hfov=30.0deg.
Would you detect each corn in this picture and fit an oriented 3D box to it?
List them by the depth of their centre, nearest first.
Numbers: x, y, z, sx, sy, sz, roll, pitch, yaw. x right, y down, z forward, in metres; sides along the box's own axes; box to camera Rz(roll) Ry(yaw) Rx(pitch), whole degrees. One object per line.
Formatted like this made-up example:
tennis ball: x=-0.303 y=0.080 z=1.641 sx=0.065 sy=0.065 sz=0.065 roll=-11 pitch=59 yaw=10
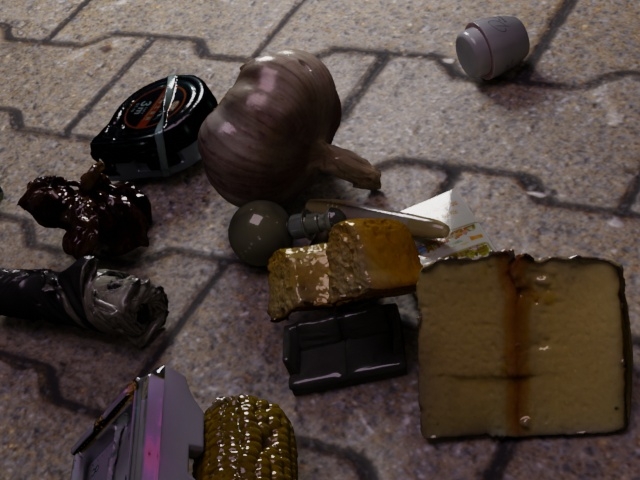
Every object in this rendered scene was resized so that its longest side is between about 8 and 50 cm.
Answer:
corn: x=-0.080 y=0.287 z=1.266 sx=0.119 sy=0.119 sz=0.322 roll=-13 pitch=39 yaw=10

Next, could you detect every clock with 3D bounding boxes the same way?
clock: x=-0.206 y=0.276 z=1.286 sx=0.186 sy=0.083 sz=0.253 roll=-46 pitch=29 yaw=29

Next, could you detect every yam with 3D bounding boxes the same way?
yam: x=0.000 y=0.000 z=1.633 sx=0.021 sy=0.021 sz=0.116 roll=7 pitch=45 yaw=29

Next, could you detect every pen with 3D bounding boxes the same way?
pen: x=0.075 y=-0.030 z=1.588 sx=0.233 sy=0.032 sz=0.040 roll=11 pitch=28 yaw=37

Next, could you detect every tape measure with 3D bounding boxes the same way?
tape measure: x=-0.243 y=-0.176 z=1.873 sx=0.181 sy=0.107 sz=0.182 roll=4 pitch=46 yaw=31

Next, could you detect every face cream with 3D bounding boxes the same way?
face cream: x=0.260 y=-0.294 z=1.805 sx=0.095 sy=0.091 sz=0.091 roll=-21 pitch=39 yaw=-14

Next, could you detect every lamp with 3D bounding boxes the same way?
lamp: x=-0.041 y=-0.016 z=1.608 sx=0.163 sy=0.091 sz=0.091 roll=-8 pitch=41 yaw=21

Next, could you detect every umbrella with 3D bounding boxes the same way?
umbrella: x=-0.372 y=0.066 z=1.647 sx=0.357 sy=0.113 sz=0.106 roll=6 pitch=68 yaw=29

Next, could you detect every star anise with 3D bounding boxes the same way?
star anise: x=-0.345 y=-0.050 z=1.728 sx=0.220 sy=0.126 sz=0.190 roll=26 pitch=34 yaw=33

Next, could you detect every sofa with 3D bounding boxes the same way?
sofa: x=0.028 y=0.128 z=1.444 sx=0.147 sy=0.060 sz=0.085 roll=-11 pitch=41 yaw=11

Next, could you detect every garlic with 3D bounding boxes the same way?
garlic: x=-0.028 y=-0.132 z=1.684 sx=0.253 sy=0.245 sz=0.245 roll=30 pitch=54 yaw=5

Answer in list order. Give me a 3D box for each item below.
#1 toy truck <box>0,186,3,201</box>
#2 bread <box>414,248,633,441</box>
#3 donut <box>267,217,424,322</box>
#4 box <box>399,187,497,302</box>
toy truck: x=-0.571 y=-0.115 z=1.957 sx=0.074 sy=0.088 sz=0.202 roll=-32 pitch=37 yaw=-9
bread: x=0.212 y=0.110 z=1.294 sx=0.240 sy=0.178 sz=0.135 roll=-3 pitch=41 yaw=17
donut: x=0.048 y=0.038 z=1.444 sx=0.152 sy=0.101 sz=0.259 roll=-5 pitch=-10 yaw=-31
box: x=0.162 y=0.021 z=1.532 sx=0.122 sy=0.032 sz=0.220 roll=-21 pitch=38 yaw=-2
